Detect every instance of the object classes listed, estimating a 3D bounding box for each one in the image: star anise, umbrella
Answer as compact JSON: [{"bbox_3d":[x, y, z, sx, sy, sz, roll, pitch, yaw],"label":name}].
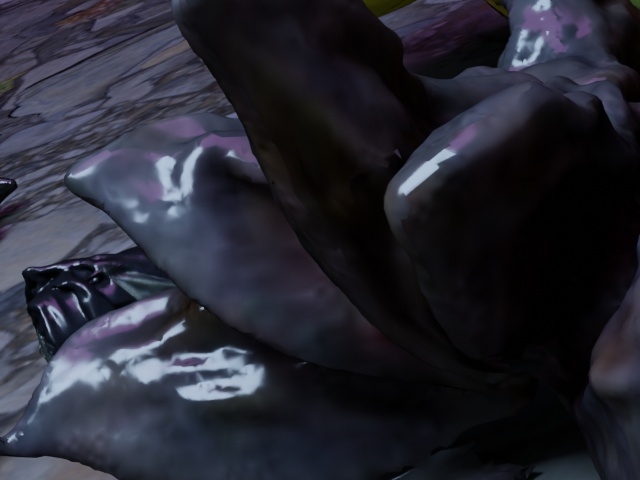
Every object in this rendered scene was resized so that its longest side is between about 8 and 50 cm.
[{"bbox_3d":[0.055,-0.005,0.385,0.212,0.129,0.282,-14,13,-38],"label":"star anise"},{"bbox_3d":[0.000,0.000,0.553,0.188,0.046,0.050,-21,20,-16],"label":"umbrella"}]

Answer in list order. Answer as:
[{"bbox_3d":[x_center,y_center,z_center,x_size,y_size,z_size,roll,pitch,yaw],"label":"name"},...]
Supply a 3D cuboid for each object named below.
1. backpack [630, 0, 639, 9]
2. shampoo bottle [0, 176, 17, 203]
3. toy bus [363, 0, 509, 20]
[{"bbox_3d":[0.174,-0.123,0.564,0.207,0.140,0.253,-24,25,-2],"label":"backpack"},{"bbox_3d":[-0.177,0.003,0.783,0.048,0.027,0.137,-2,22,16],"label":"shampoo bottle"},{"bbox_3d":[0.113,-0.197,0.737,0.331,0.151,0.145,-40,30,7],"label":"toy bus"}]
